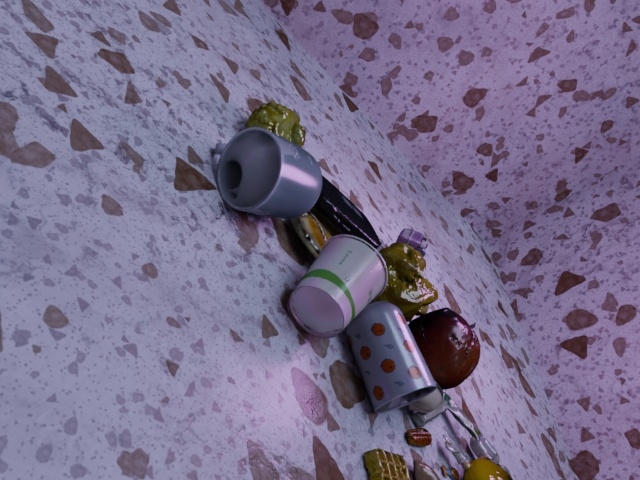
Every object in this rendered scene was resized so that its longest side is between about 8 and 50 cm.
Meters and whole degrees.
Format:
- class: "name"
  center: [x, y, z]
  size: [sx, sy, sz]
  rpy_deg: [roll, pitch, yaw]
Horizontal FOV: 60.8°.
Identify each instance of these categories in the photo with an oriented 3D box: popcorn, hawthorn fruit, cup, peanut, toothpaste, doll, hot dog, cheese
- class: "popcorn"
  center: [-0.175, -0.410, 2.065]
  size: [0.255, 0.195, 0.256]
  rpy_deg: [50, 24, 10]
- class: "hawthorn fruit"
  center: [0.452, 0.405, 2.076]
  size: [0.316, 0.316, 0.316]
  rpy_deg: [41, 29, -29]
- class: "cup"
  center: [0.214, 0.370, 1.778]
  size: [0.212, 0.212, 0.317]
  rpy_deg: [18, 44, -53]
- class: "peanut"
  center: [0.336, 0.748, 1.697]
  size: [0.152, 0.076, 0.076]
  rpy_deg: [53, 25, 5]
- class: "toothpaste"
  center: [0.527, 0.668, 2.096]
  size: [0.248, 0.047, 0.078]
  rpy_deg: [46, 13, 21]
- class: "doll"
  center: [0.591, 0.843, 1.937]
  size: [0.423, 0.161, 0.348]
  rpy_deg: [29, 19, -48]
- class: "hot dog"
  center: [0.333, 0.659, 1.835]
  size: [0.144, 0.038, 0.062]
  rpy_deg: [25, 39, -47]
- class: "cup"
  center: [-0.185, -0.225, 1.797]
  size: [0.357, 0.259, 0.274]
  rpy_deg: [34, 11, 33]
- class: "cup"
  center: [0.049, 0.151, 1.693]
  size: [0.253, 0.253, 0.274]
  rpy_deg: [52, 41, -8]
- class: "cheese"
  center: [0.453, 0.807, 1.896]
  size: [0.111, 0.017, 0.047]
  rpy_deg: [32, 31, -39]

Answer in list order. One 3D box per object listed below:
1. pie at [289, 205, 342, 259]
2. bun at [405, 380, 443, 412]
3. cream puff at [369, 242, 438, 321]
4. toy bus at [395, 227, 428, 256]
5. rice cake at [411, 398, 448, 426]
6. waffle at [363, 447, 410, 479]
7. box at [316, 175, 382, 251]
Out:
- class: "pie"
  center: [0.000, 0.000, 2.003]
  size: [0.339, 0.077, 0.339]
  rpy_deg: [47, 20, -23]
- class: "bun"
  center: [0.329, 0.526, 1.886]
  size: [0.173, 0.120, 0.173]
  rpy_deg: [42, -16, 15]
- class: "cream puff"
  center: [0.316, 0.152, 2.080]
  size: [0.270, 0.274, 0.323]
  rpy_deg: [19, 16, 28]
- class: "toy bus"
  center: [0.396, 0.060, 2.487]
  size: [0.142, 0.202, 0.142]
  rpy_deg: [24, 24, 8]
- class: "rice cake"
  center: [0.402, 0.623, 1.989]
  size: [0.057, 0.052, 0.256]
  rpy_deg: [33, 14, 29]
- class: "waffle"
  center: [0.202, 0.705, 1.535]
  size: [0.160, 0.055, 0.211]
  rpy_deg: [33, 34, -40]
- class: "box"
  center: [0.078, -0.122, 2.182]
  size: [0.350, 0.091, 0.359]
  rpy_deg: [40, 12, -26]
